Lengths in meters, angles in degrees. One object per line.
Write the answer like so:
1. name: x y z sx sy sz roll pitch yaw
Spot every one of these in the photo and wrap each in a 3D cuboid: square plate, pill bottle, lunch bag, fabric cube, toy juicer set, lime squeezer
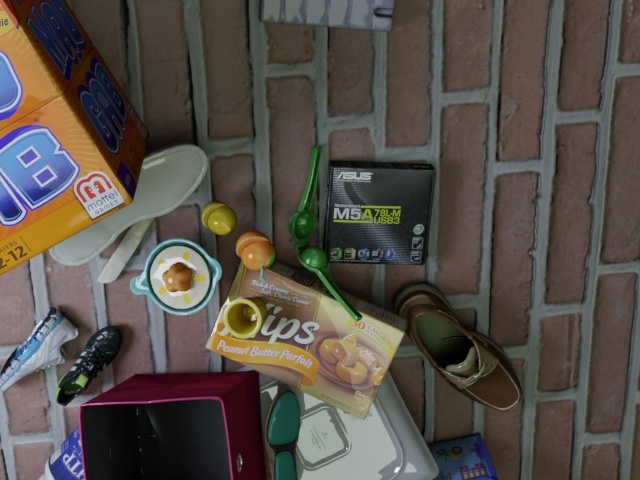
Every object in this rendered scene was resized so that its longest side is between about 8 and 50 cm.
1. square plate: -0.003 0.362 1.855 0.344 0.049 0.347 -27 89 5
2. pill bottle: -0.452 0.426 1.868 0.112 0.112 0.187 39 103 -18
3. lunch bag: 0.238 0.519 1.875 0.221 0.293 0.138 -11 112 -2
4. fabric cube: -0.245 0.375 1.729 0.259 0.258 0.254 -4 92 10
5. toy juicer set: -0.232 0.026 1.699 0.329 0.089 0.209 17 102 13
6. lime squeezer: 0.000 0.000 1.740 0.110 0.059 0.310 -18 80 28

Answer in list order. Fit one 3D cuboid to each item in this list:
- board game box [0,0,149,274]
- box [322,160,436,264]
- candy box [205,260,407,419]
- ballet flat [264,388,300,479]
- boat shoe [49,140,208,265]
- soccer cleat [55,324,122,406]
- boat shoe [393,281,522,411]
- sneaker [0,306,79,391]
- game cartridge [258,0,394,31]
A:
1. board game box: -0.511 -0.176 1.491 0.356 0.356 0.356 -28 112 5
2. box: 0.103 -0.048 1.771 0.190 0.045 0.184 2 114 -7
3. candy box: -0.024 0.167 1.771 0.316 0.087 0.183 24 103 4
4. ballet flat: -0.077 0.369 1.801 0.073 0.067 0.206 2 93 -25
5. boat shoe: -0.332 -0.081 1.677 0.319 0.099 0.116 -35 128 12
6. soccer cleat: -0.423 0.233 1.815 0.060 0.072 0.179 36 104 -18
7. boat shoe: 0.258 0.218 1.851 0.324 0.120 0.122 42 102 -18
8. sneaker: -0.513 0.215 1.804 0.083 0.071 0.191 38 104 -24
9. game cartridge: 0.019 -0.519 1.571 0.230 0.068 0.355 5 111 -3
